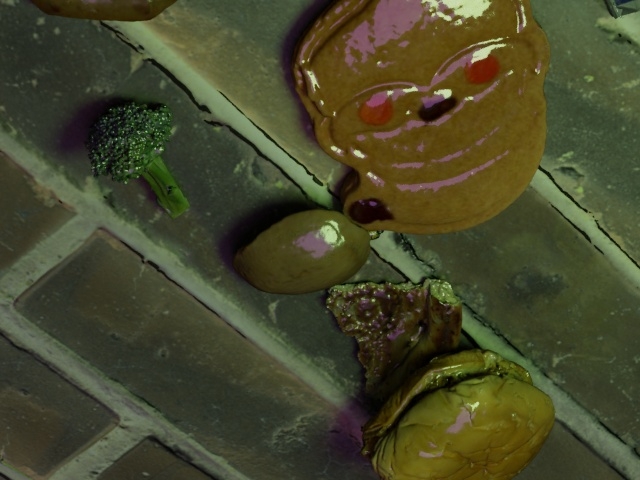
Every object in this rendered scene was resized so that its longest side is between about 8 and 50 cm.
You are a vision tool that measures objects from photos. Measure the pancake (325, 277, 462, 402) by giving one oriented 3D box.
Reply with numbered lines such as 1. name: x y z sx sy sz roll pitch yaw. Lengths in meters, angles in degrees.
1. pancake: 0.102 0.153 1.953 0.244 0.057 0.266 26 119 -20

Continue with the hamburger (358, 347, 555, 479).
1. hamburger: 0.226 0.310 1.985 0.319 0.158 0.318 -15 141 -13

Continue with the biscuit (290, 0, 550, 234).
1. biscuit: 0.153 -0.202 1.717 0.350 0.078 0.455 -21 123 4

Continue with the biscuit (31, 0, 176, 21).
1. biscuit: -0.272 -0.432 1.527 0.359 0.046 0.359 -2 124 -3

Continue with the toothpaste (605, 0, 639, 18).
1. toothpaste: 0.506 -0.389 1.628 0.282 0.068 0.099 -22 104 17

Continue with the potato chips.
1. potato chips: -0.027 0.035 1.825 0.208 0.061 0.195 -5 146 -4

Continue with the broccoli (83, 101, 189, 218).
1. broccoli: -0.242 -0.104 1.732 0.118 0.122 0.204 -12 140 20

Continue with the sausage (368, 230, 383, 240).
1. sausage: 0.000 0.000 1.858 0.198 0.025 0.028 -9 119 -1
